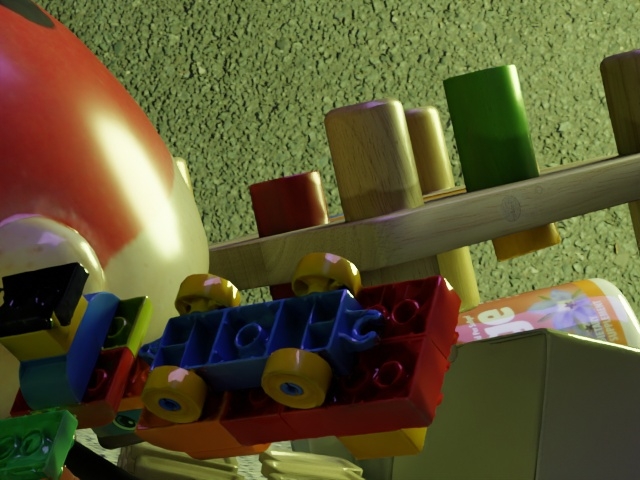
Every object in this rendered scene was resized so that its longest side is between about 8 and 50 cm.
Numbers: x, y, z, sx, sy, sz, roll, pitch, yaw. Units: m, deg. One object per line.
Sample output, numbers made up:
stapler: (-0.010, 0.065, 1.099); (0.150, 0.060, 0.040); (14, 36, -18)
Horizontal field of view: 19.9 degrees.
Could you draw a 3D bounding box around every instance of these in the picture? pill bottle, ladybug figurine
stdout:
pill bottle: (0.091, 0.102, 1.141); (0.216, 0.121, 0.121); (-12, 1, -9)
ladybug figurine: (-0.229, -0.023, 0.720); (0.449, 0.161, 0.305); (5, 20, 44)

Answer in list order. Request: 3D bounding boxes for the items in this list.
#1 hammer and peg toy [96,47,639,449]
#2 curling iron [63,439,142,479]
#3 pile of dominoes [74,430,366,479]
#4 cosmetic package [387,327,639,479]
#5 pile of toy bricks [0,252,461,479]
hammer and peg toy: (0.000, 0.000, 0.914); (0.361, 0.127, 0.266); (-14, 2, -36)
curling iron: (-0.156, 0.096, 0.828); (0.274, 0.035, 0.068); (12, 36, 44)
pile of dominoes: (-0.062, 0.139, 0.939); (0.196, 0.040, 0.251); (12, 5, -8)
cosmetic package: (0.208, 0.136, 1.013); (0.309, 0.113, 0.160); (12, -14, -23)
pile of toy bricks: (-0.053, 0.078, 0.429); (0.212, 0.118, 0.105); (-10, -44, 34)
